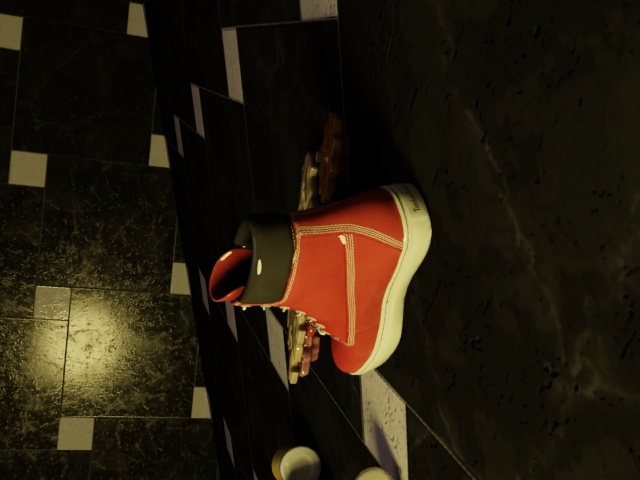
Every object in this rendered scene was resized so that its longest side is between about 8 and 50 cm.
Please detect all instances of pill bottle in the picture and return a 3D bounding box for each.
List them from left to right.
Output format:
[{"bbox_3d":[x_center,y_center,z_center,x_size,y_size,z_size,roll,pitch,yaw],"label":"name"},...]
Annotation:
[{"bbox_3d":[-0.042,0.356,1.070,0.116,0.065,0.065,133,125,-69],"label":"pill bottle"}]

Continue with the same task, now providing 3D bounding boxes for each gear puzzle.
[{"bbox_3d":[0.000,0.000,0.755,0.175,0.044,0.339,-94,10,-45],"label":"gear puzzle"}]

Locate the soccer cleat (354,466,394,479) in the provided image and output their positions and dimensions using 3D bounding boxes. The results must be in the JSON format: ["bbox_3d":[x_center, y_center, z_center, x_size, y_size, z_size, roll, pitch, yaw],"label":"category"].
[{"bbox_3d":[0.067,0.334,0.703,0.076,0.068,0.196,138,118,-74],"label":"soccer cleat"}]

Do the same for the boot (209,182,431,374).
[{"bbox_3d":[-0.013,0.055,0.613,0.244,0.176,0.088,97,155,-48],"label":"boot"}]
